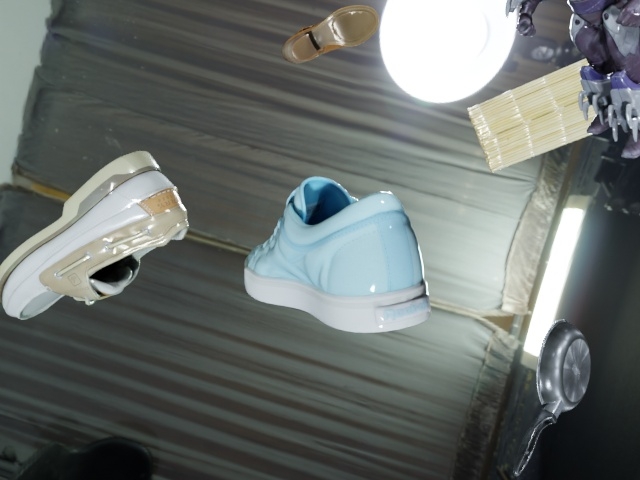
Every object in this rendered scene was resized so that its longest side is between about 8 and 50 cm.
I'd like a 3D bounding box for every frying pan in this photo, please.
[{"bbox_3d":[0.463,0.293,0.988,0.326,0.053,0.197,-33,111,-35],"label":"frying pan"}]

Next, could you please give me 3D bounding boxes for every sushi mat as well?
[{"bbox_3d":[0.471,-0.260,0.987,0.151,0.316,0.019,64,18,-18],"label":"sushi mat"}]

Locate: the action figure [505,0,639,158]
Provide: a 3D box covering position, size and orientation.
[{"bbox_3d":[0.291,-0.231,0.515,0.099,0.285,0.185,-38,-152,1],"label":"action figure"}]

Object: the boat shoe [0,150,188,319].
[{"bbox_3d":[-0.280,0.025,0.593,0.302,0.103,0.113,-36,-178,26],"label":"boat shoe"}]

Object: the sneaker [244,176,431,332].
[{"bbox_3d":[0.000,0.000,0.591,0.366,0.135,0.150,3,-79,60],"label":"sneaker"}]

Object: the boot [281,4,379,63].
[{"bbox_3d":[0.010,-0.423,1.012,0.152,0.197,0.073,-123,-168,-65],"label":"boot"}]
